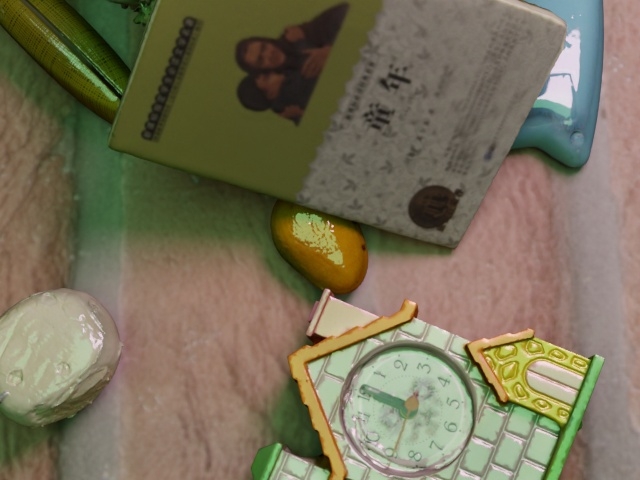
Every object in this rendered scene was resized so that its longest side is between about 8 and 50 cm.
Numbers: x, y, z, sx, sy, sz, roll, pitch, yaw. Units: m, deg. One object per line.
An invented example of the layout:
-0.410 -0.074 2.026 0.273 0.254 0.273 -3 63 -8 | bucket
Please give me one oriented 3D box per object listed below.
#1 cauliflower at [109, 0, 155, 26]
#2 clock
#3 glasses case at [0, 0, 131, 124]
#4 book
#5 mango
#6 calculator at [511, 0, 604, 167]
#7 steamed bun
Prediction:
-0.123 -0.317 1.046 0.281 0.327 0.260 32 92 35 | cauliflower
0.087 0.162 1.010 0.255 0.106 0.220 22 81 8 | clock
-0.262 -0.201 1.120 0.234 0.079 0.064 44 77 10 | glasses case
0.020 -0.134 0.987 0.352 0.035 0.239 15 115 -20 | book
0.000 0.000 1.074 0.079 0.057 0.114 -32 81 -10 | mango
0.146 -0.255 1.120 0.256 0.054 0.386 -4 74 4 | calculator
-0.247 0.105 1.051 0.130 0.091 0.112 -42 77 -6 | steamed bun
